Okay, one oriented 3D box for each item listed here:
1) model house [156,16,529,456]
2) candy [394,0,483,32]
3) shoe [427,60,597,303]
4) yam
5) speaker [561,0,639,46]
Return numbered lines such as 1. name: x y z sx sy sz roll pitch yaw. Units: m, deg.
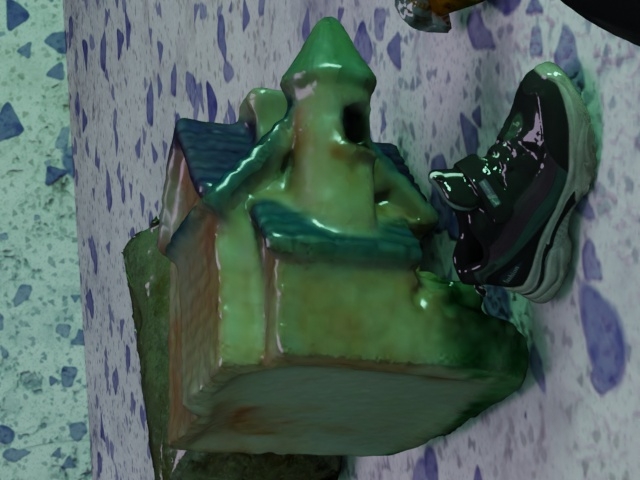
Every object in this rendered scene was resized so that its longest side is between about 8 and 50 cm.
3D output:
1. model house: 0.000 0.000 1.198 0.312 0.245 0.280 132 140 -64
2. candy: 0.106 -0.194 1.113 0.182 0.046 0.053 147 111 -64
3. shoe: 0.117 -0.035 1.018 0.071 0.099 0.169 -121 33 -59
4. yam: -0.090 0.128 1.556 0.195 0.195 0.300 115 147 -57
5. speaker: 0.230 -0.178 0.534 0.184 0.180 0.388 56 159 17
